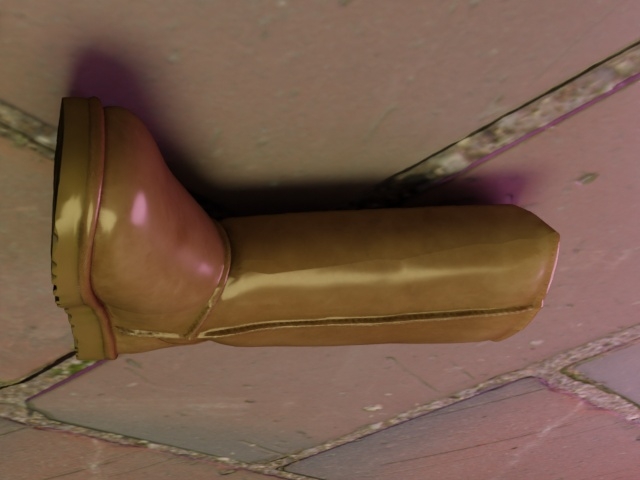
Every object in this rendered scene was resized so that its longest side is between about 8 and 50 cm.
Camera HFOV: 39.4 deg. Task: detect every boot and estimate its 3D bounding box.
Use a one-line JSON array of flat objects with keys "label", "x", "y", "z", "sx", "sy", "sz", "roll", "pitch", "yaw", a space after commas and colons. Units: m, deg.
[{"label": "boot", "x": 0.000, "y": 0.000, "z": 0.485, "sx": 0.270, "sy": 0.089, "sz": 0.236, "roll": -1, "pitch": 159, "yaw": -10}]
